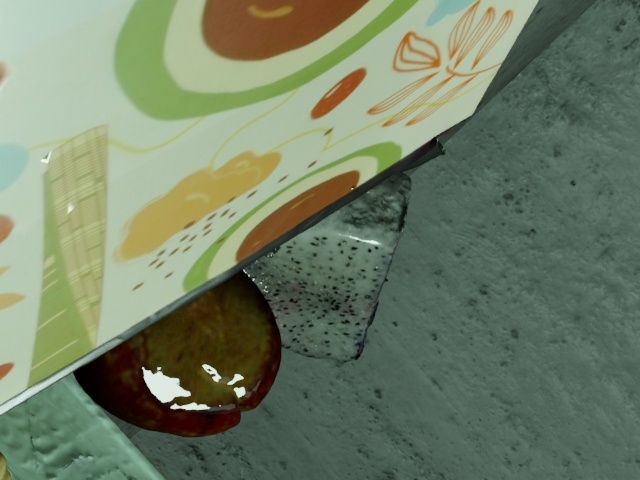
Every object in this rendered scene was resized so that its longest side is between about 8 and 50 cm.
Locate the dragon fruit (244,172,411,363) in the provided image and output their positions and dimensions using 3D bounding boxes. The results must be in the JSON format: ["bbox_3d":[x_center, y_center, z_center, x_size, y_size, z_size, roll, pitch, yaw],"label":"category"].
[{"bbox_3d":[0.000,0.000,1.769,0.283,0.203,0.221,107,0,-50],"label":"dragon fruit"}]

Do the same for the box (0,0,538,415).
[{"bbox_3d":[-0.052,-0.104,0.448,0.344,0.122,0.385,-32,165,-25],"label":"box"}]

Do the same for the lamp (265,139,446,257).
[{"bbox_3d":[-0.004,-0.090,1.342,0.227,0.147,0.172,-34,162,6],"label":"lamp"}]

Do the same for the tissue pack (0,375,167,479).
[{"bbox_3d":[-0.345,0.339,1.271,0.405,0.332,0.205,-43,178,24],"label":"tissue pack"}]

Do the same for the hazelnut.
[{"bbox_3d":[-0.160,0.111,1.444,0.218,0.233,0.218,-47,-145,49],"label":"hazelnut"}]

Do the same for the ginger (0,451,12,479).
[{"bbox_3d":[-0.259,0.113,0.603,0.221,0.275,0.130,-36,136,-27],"label":"ginger"}]
